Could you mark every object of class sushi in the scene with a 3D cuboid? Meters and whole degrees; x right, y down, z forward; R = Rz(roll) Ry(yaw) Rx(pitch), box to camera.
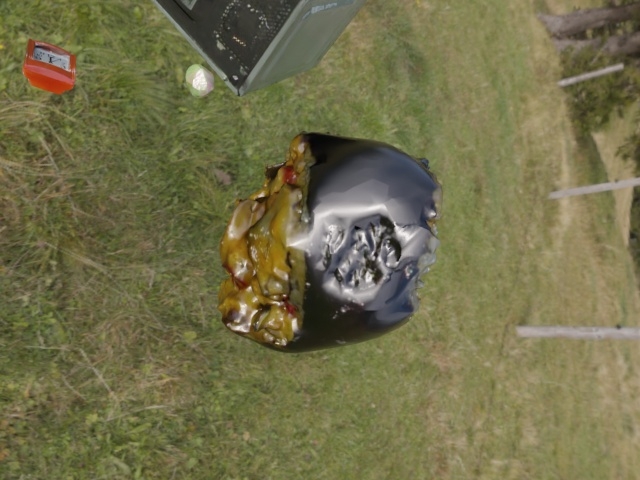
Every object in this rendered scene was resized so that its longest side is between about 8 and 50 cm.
[{"bbox_3d":[0.000,-0.001,0.505,0.200,0.203,0.213,-96,-168,-75],"label":"sushi"}]

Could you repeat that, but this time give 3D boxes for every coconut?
[{"bbox_3d":[-0.333,-0.437,1.369,0.082,0.083,0.081,-55,155,3],"label":"coconut"}]

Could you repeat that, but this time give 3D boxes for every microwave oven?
[{"bbox_3d":[-0.103,-0.374,0.637,0.295,0.181,0.237,48,39,-2],"label":"microwave oven"}]

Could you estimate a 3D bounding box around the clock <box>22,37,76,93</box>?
[{"bbox_3d":[-0.684,-0.440,1.250,0.113,0.061,0.155,13,38,-34],"label":"clock"}]
